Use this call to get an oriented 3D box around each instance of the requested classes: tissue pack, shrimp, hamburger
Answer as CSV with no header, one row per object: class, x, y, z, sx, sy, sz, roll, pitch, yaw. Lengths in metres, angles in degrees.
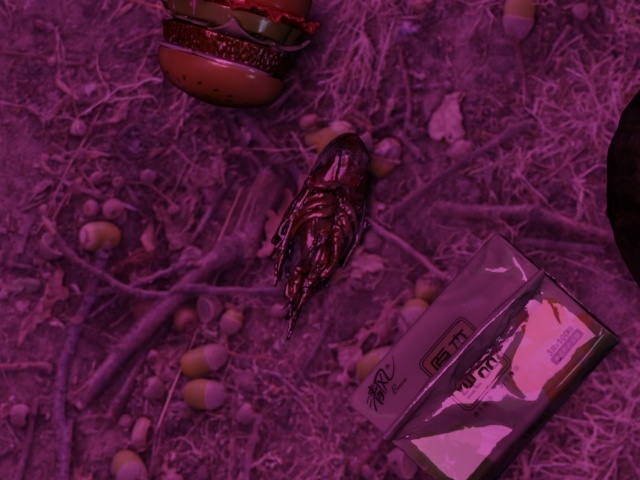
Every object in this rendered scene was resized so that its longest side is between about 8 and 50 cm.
tissue pack,0.158,0.126,1.742,0.159,0.145,0.229,42,94,14
shrimp,0.000,0.000,1.837,0.090,0.079,0.233,17,90,-22
hamburger,-0.096,-0.208,1.843,0.175,0.175,0.137,19,94,16

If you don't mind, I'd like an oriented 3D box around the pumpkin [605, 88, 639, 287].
pumpkin,0.414,-0.046,1.668,0.300,0.207,0.300,-2,83,13
